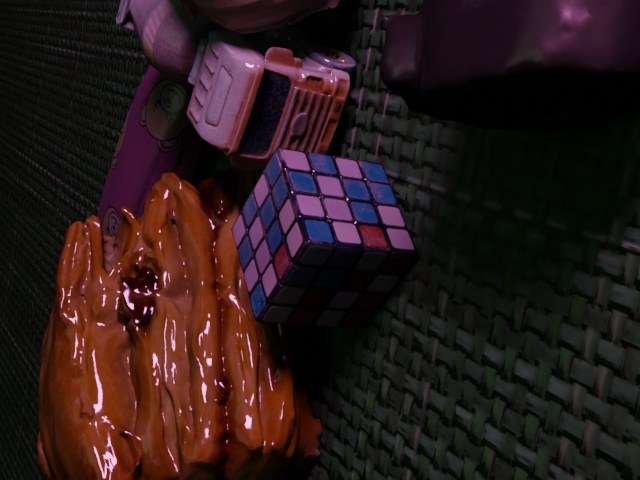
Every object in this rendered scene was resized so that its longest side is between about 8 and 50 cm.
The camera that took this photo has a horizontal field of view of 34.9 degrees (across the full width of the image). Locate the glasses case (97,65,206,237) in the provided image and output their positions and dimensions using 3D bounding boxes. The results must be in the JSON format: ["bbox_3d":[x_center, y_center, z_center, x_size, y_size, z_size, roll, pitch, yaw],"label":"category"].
[{"bbox_3d":[-0.188,-0.064,1.114,0.316,0.075,0.123,-65,33,31],"label":"glasses case"}]

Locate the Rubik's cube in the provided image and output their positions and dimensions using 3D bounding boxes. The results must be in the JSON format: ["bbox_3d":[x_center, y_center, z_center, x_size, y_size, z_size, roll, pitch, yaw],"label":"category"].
[{"bbox_3d":[0.000,0.000,0.741,0.092,0.092,0.092,-57,38,39],"label":"Rubik's cube"}]

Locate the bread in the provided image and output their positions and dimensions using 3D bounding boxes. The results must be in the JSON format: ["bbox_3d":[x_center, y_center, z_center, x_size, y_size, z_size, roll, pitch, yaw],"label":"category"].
[{"bbox_3d":[-0.163,0.137,0.915,0.370,0.191,0.314,-50,44,48],"label":"bread"}]

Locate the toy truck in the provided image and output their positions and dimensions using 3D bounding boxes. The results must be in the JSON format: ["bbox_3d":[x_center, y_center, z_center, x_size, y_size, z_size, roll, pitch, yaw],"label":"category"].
[{"bbox_3d":[-0.082,-0.157,0.871,0.257,0.140,0.108,56,132,50],"label":"toy truck"}]

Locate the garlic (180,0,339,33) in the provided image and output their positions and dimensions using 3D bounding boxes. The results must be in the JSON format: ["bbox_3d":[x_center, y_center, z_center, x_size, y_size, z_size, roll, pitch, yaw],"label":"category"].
[{"bbox_3d":[-0.061,-0.279,0.778,0.143,0.178,0.229,65,179,-51],"label":"garlic"}]

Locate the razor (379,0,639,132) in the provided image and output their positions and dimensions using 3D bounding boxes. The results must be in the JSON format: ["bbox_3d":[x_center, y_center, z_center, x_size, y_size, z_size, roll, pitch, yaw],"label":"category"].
[{"bbox_3d":[0.117,-0.226,0.553,0.189,0.107,0.327,-5,81,61],"label":"razor"}]
